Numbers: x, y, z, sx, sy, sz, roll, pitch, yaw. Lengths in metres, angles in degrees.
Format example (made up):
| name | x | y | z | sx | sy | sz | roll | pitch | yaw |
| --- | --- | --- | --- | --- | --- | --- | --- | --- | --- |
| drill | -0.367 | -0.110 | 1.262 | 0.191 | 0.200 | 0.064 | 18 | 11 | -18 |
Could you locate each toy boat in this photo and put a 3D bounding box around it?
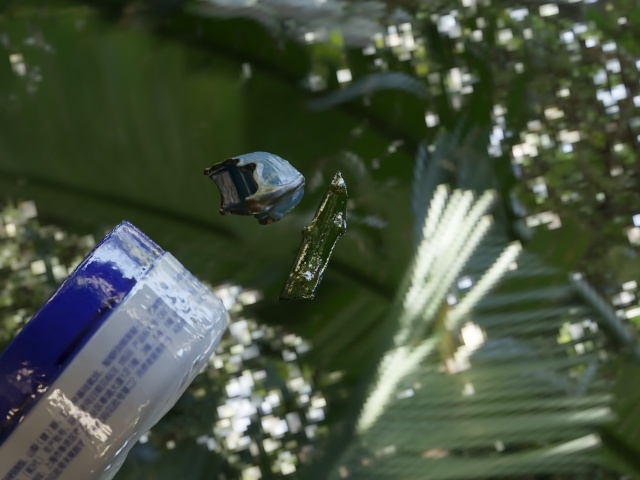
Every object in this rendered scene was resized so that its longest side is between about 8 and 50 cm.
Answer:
| name | x | y | z | sx | sy | sz | roll | pitch | yaw |
| --- | --- | --- | --- | --- | --- | --- | --- | --- | --- |
| toy boat | -0.077 | -0.053 | 1.713 | 0.185 | 0.077 | 0.075 | 12 | -54 | 64 |

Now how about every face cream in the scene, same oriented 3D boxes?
| name | x | y | z | sx | sy | sz | roll | pitch | yaw |
| --- | --- | --- | --- | --- | --- | --- | --- | --- | --- |
| face cream | -0.158 | 0.095 | 1.067 | 0.111 | 0.206 | 0.206 | 39 | -30 | -4 |

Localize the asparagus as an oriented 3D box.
| name | x | y | z | sx | sy | sz | roll | pitch | yaw |
| --- | --- | --- | --- | --- | --- | --- | --- | --- | --- |
| asparagus | -0.001 | 0.000 | 1.056 | 0.025 | 0.108 | 0.021 | -1 | -36 | 36 |
